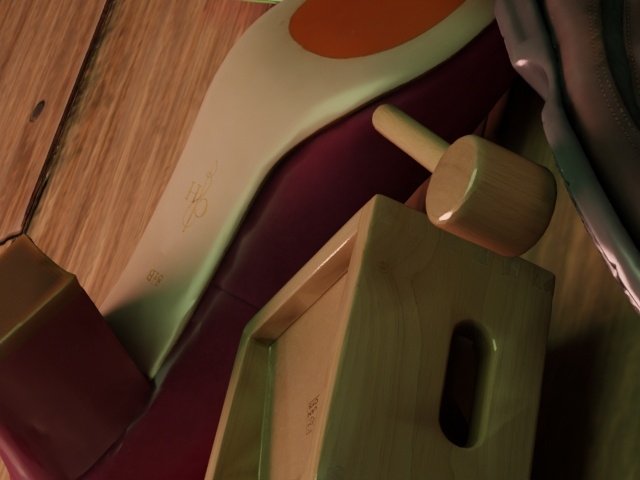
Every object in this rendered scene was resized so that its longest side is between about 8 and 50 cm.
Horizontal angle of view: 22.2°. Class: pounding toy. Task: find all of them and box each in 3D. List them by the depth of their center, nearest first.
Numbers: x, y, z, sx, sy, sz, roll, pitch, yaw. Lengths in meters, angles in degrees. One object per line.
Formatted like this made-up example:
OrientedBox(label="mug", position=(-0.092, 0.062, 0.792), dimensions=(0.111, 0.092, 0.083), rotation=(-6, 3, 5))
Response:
OrientedBox(label="pounding toy", position=(0.044, 0.038, 0.616), dimensions=(0.206, 0.094, 0.181), rotation=(-45, 26, 52))

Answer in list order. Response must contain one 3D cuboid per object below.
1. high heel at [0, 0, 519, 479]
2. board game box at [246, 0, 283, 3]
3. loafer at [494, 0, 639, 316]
OrientedBox(label="high heel", position=(0.000, 0.000, 0.788), dimensions=(0.377, 0.181, 0.127), rotation=(-36, 37, -5))
OrientedBox(label="board game box", position=(-0.038, -0.245, 0.937), dimensions=(0.317, 0.046, 0.213), rotation=(-155, 58, -66))
OrientedBox(label="loafer", position=(0.139, -0.041, 0.575), dimensions=(0.095, 0.109, 0.302), rotation=(-42, 30, 18))
